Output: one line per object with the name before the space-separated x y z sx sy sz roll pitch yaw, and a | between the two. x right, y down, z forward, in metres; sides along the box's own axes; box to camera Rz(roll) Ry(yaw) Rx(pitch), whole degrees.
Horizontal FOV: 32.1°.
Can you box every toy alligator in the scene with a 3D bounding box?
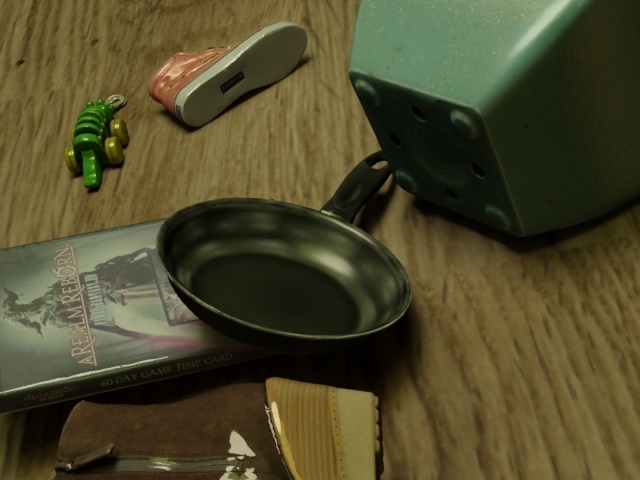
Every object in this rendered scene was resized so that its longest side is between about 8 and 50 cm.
toy alligator | -0.239 -0.125 1.193 0.056 0.051 0.190 -10 36 7

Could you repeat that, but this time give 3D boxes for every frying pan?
frying pan | -0.029 -0.005 0.901 0.197 0.053 0.326 12 27 -6

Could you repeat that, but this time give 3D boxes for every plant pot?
plant pot | 0.170 -0.150 0.929 0.247 0.247 0.252 26 65 43

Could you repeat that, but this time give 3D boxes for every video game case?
video game case | -0.144 0.046 0.910 0.274 0.026 0.196 -10 35 -13

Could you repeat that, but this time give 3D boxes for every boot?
boot | -0.065 0.190 0.654 0.206 0.090 0.248 -5 43 6

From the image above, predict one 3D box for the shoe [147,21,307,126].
shoe | -0.104 -0.195 1.224 0.178 0.064 0.081 -37 46 -20
